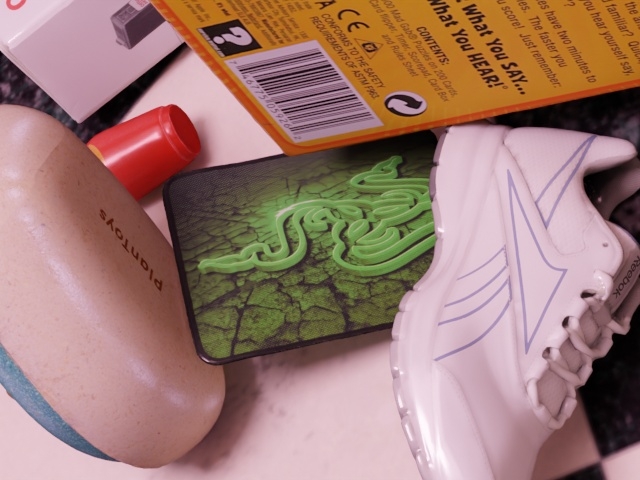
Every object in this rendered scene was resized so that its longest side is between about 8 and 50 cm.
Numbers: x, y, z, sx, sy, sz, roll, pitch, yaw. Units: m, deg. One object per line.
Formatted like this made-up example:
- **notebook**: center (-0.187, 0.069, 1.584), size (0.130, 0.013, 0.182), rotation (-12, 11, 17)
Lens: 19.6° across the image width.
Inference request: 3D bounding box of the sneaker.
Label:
- **sneaker**: center (0.120, 0.041, 1.079), size (0.129, 0.111, 0.297), rotation (-4, 54, 22)

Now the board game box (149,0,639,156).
- **board game box**: center (0.071, -0.317, 1.079), size (0.356, 0.356, 0.356), rotation (-9, 54, 28)

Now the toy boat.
- **toy boat**: center (-0.167, 0.015, 1.240), size (0.148, 0.267, 0.318), rotation (-28, 22, 18)

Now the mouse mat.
- **mouse mat**: center (0.000, 0.000, 1.201), size (0.189, 0.007, 0.153), rotation (-12, 56, -6)

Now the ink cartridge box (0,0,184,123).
- **ink cartridge box**: center (-0.144, -0.250, 1.398), size (0.273, 0.114, 0.197), rotation (-38, 51, 0)
